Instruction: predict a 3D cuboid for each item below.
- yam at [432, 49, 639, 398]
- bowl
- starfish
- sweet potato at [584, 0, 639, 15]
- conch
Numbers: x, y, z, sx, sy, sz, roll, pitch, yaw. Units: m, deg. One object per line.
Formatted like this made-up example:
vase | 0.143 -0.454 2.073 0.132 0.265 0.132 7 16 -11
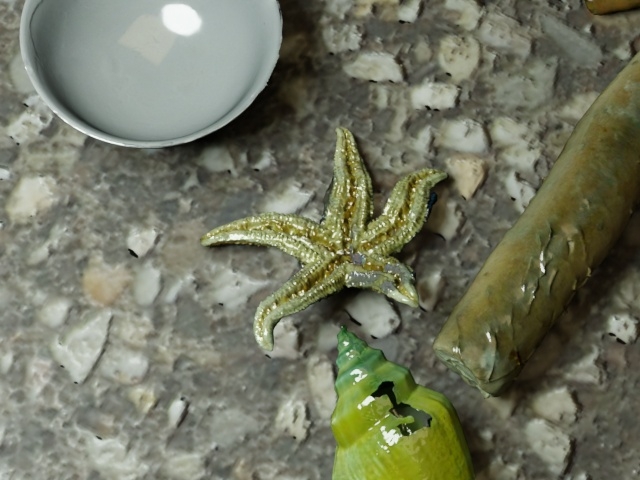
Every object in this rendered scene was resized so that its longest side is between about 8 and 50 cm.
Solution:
yam | 0.185 -0.023 1.260 0.071 0.067 0.317 42 71 -12
bowl | -0.123 -0.136 1.292 0.189 0.086 0.189 1 67 -3
starfish | 0.000 0.000 1.251 0.176 0.053 0.208 7 41 14
sweet potato | 0.365 -0.245 1.358 0.346 0.079 0.108 -32 43 -12
conch | 0.054 0.152 1.184 0.095 0.079 0.200 -16 74 17
